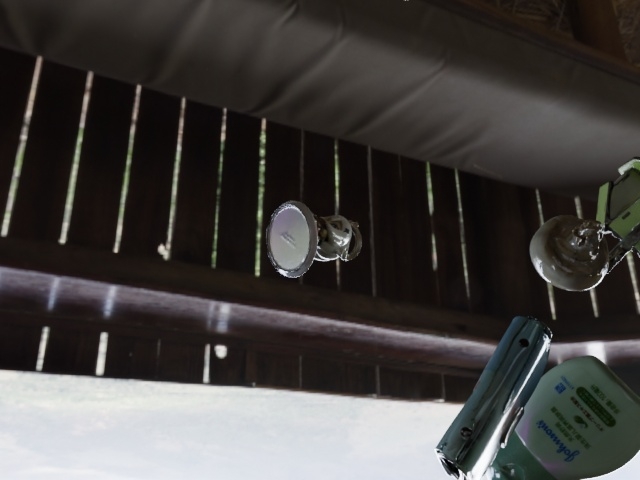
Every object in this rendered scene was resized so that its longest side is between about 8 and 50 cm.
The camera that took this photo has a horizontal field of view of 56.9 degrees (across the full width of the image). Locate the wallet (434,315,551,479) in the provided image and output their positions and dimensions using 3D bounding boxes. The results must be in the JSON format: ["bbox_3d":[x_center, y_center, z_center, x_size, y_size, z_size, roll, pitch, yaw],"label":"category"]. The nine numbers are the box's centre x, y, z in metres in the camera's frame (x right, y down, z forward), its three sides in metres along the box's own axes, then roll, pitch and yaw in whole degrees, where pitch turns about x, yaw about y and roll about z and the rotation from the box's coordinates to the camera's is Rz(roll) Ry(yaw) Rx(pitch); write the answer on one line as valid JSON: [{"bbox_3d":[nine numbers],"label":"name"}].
[{"bbox_3d":[0.270,0.254,0.913,0.075,0.250,0.176,28,159,29],"label":"wallet"}]

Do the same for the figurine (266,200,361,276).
[{"bbox_3d":[0.000,0.000,1.023,0.154,0.132,0.132,1,163,-42],"label":"figurine"}]

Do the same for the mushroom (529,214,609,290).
[{"bbox_3d":[0.264,0.008,0.611,0.085,0.085,0.079,3,153,-12],"label":"mushroom"}]

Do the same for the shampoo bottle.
[{"bbox_3d":[0.494,0.410,1.227,0.349,0.221,0.151,-45,153,11],"label":"shampoo bottle"}]

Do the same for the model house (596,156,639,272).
[{"bbox_3d":[0.752,-0.036,1.460,0.278,0.205,0.218,-51,166,8],"label":"model house"}]
